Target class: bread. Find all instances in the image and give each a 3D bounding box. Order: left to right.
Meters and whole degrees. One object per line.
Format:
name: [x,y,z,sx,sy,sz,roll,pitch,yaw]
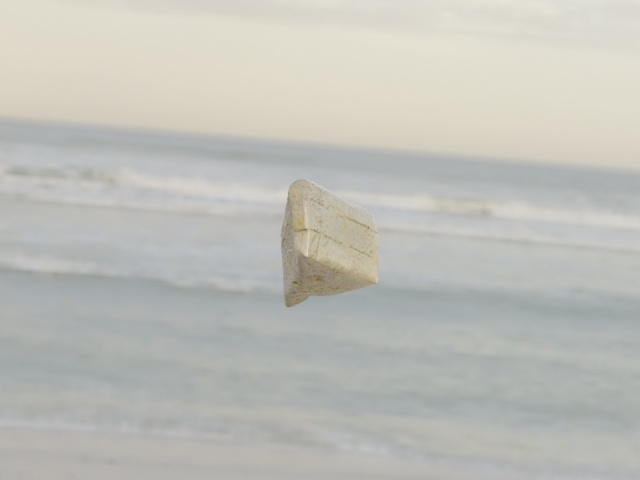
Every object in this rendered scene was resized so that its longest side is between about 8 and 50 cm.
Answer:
bread: [-0.021,0.002,1.549,0.105,0.077,0.152,-12,-19,25]
